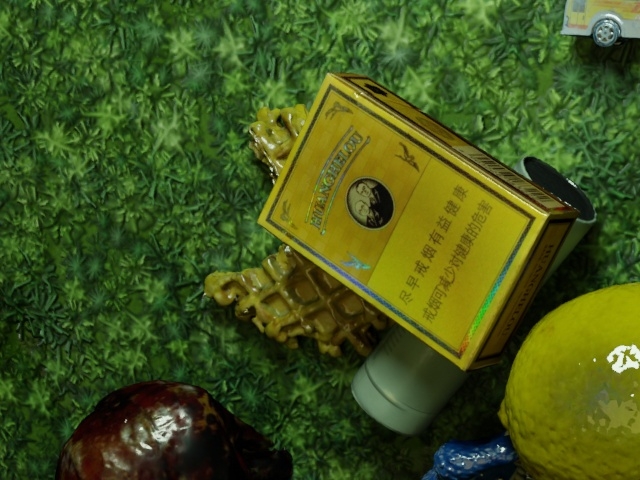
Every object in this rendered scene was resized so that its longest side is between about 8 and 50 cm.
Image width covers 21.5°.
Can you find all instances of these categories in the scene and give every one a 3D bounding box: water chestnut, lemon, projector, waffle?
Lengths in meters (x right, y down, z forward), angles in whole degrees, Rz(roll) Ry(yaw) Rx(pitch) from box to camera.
[{"bbox_3d":[-0.179,0.295,1.987,0.244,0.289,0.289,1,103,19],"label":"water chestnut"},{"bbox_3d":[0.325,0.165,1.735,0.267,0.267,0.267,6,104,23],"label":"lemon"},{"bbox_3d":[0.165,0.066,1.859,0.108,0.108,0.337,41,115,10],"label":"projector"},{"bbox_3d":[0.000,0.000,1.938,0.259,0.069,0.293,20,111,20],"label":"waffle"}]

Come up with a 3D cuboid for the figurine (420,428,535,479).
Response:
[{"bbox_3d":[0.189,0.275,1.899,0.262,0.121,0.164,-38,112,5],"label":"figurine"}]

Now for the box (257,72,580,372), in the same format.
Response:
[{"bbox_3d":[0.097,-0.024,1.781,0.301,0.084,0.193,35,109,26],"label":"box"}]

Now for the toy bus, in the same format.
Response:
[{"bbox_3d":[0.346,-0.233,1.732,0.190,0.064,0.075,7,99,22],"label":"toy bus"}]
